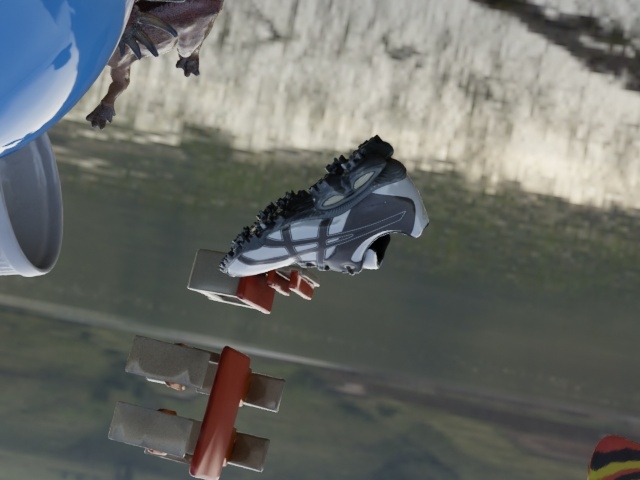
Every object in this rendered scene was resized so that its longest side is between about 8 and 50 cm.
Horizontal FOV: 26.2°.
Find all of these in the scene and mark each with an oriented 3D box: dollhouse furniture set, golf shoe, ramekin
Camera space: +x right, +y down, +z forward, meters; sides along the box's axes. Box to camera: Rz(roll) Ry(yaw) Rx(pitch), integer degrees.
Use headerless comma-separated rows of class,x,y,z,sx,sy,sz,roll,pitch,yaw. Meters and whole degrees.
dollhouse furniture set,-0.102,0.148,1.584,0.135,0.259,0.262,11,171,19
golf shoe,0.000,0.000,1.108,0.198,0.077,0.094,-30,105,39
ramekin,-0.378,-0.055,1.565,0.109,0.207,0.207,-8,172,8

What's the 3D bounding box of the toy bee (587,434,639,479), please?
toy bee,0.334,0.256,1.067,0.195,0.162,0.298,24,168,-31

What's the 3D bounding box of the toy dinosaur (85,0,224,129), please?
toy dinosaur,-0.186,-0.253,1.556,0.295,0.127,0.200,-31,173,-37

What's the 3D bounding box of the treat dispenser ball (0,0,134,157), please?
treat dispenser ball,-0.246,-0.176,0.777,0.288,0.288,0.288,10,175,1
